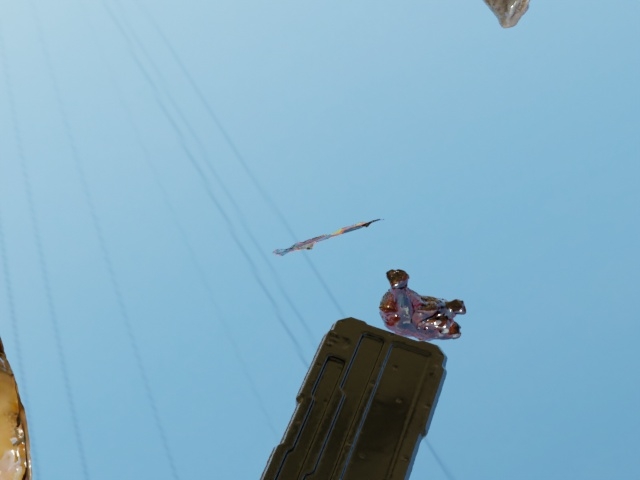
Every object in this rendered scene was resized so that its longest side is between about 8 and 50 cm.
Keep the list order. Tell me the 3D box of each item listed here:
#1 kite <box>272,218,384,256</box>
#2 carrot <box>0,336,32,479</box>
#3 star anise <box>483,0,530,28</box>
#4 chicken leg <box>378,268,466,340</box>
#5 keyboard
[{"bbox_3d":[0.000,0.000,1.624,0.190,0.010,0.159,-18,175,-40],"label":"kite"},{"bbox_3d":[-0.330,0.121,0.851,0.254,0.196,0.196,-11,-156,-20],"label":"carrot"},{"bbox_3d":[0.146,-0.265,1.020,0.212,0.197,0.073,-59,-160,-13],"label":"star anise"},{"bbox_3d":[0.120,0.085,1.665,0.089,0.219,0.048,-33,-125,21],"label":"chicken leg"},{"bbox_3d":[0.021,0.151,0.974,0.106,0.016,0.262,18,-141,6],"label":"keyboard"}]
